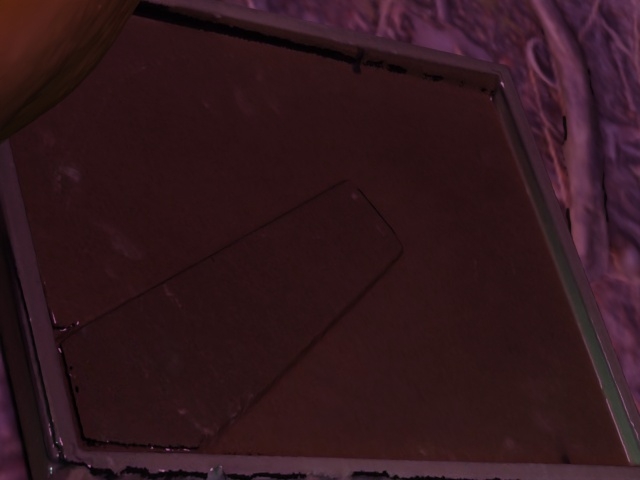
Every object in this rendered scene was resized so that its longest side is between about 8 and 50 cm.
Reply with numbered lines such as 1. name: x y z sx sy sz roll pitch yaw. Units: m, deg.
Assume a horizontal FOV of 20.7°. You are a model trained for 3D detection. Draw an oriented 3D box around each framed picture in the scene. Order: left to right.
1. framed picture: 0.000 0.000 0.715 0.315 0.024 0.232 8 54 -40

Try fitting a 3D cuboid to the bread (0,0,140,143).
1. bread: -0.211 -0.154 0.420 0.376 0.253 0.348 44 13 -13
